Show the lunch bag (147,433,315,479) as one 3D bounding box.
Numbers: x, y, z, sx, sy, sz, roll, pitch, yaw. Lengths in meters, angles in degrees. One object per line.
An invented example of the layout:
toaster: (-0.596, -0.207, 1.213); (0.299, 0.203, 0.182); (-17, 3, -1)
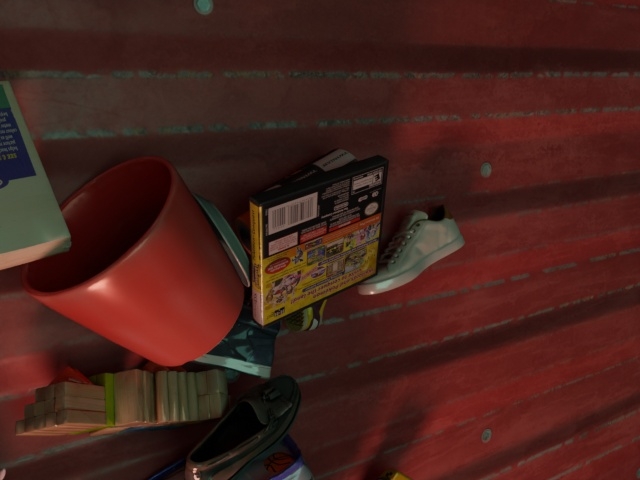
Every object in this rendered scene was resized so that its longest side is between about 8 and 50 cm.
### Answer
lunch bag: (-0.165, 0.548, 1.124); (0.386, 0.239, 0.327); (-26, 110, -12)

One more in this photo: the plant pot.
plant pot: (-0.261, 0.049, 0.978); (0.275, 0.275, 0.243); (-49, 129, -17)

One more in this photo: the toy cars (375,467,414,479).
toy cars: (0.121, 0.673, 1.405); (0.177, 0.087, 0.393); (-7, 104, -26)

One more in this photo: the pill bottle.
pill bottle: (-0.034, -0.060, 1.166); (0.246, 0.130, 0.130); (-32, 113, -25)

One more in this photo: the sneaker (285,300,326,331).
sneaker: (-0.026, 0.081, 1.239); (0.084, 0.070, 0.185); (-1, 96, -52)

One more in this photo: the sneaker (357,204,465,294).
sneaker: (0.172, 0.012, 1.334); (0.290, 0.106, 0.123); (-30, 102, -33)

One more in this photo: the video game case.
video game case: (0.000, 0.000, 1.113); (0.275, 0.035, 0.248); (-22, 129, -33)

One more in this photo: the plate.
plate: (-0.161, -0.007, 1.060); (0.024, 0.188, 0.188); (-33, 113, -12)

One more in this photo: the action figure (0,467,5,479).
action figure: (-0.539, 0.322, 0.761); (0.276, 0.248, 0.370); (-24, 72, -24)

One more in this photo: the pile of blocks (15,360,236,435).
pile of blocks: (-0.308, 0.255, 1.068); (0.362, 0.149, 0.112); (11, 62, -40)

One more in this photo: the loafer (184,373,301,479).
loafer: (-0.121, 0.310, 1.070); (0.267, 0.096, 0.084); (-42, 142, -41)

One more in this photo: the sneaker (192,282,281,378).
sneaker: (-0.174, 0.144, 1.139); (0.226, 0.086, 0.163); (19, 82, -28)

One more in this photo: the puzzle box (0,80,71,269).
puzzle box: (-0.557, -0.054, 0.793); (0.409, 0.052, 0.272); (-17, 70, -31)
